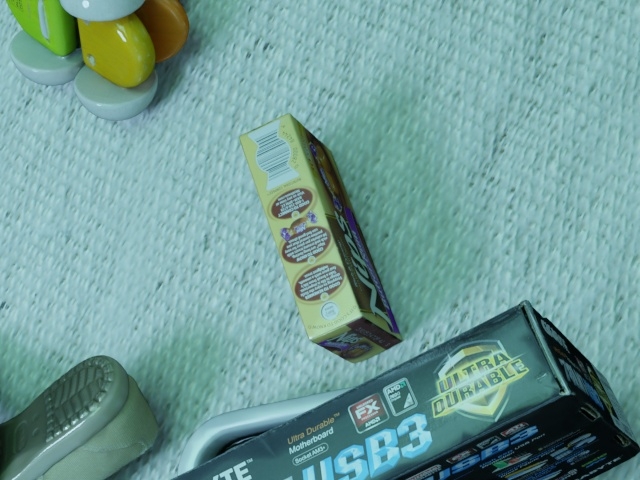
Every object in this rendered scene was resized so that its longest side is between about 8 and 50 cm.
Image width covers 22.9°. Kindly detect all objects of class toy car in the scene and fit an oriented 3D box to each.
[{"bbox_3d":[-0.198,-0.212,1.418,0.182,0.159,0.136,28,52,25],"label":"toy car"}]

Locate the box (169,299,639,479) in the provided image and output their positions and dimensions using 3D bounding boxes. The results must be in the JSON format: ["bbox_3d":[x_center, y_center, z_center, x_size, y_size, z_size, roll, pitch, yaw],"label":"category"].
[{"bbox_3d":[0.052,0.161,1.054,0.295,0.293,0.073,-29,67,11],"label":"box"}]

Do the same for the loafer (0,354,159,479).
[{"bbox_3d":[-0.243,0.202,1.337,0.268,0.092,0.102,-34,33,24],"label":"loafer"}]

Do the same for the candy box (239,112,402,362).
[{"bbox_3d":[0.000,0.000,1.292,0.053,0.109,0.187,-26,68,12],"label":"candy box"}]

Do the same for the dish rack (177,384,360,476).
[{"bbox_3d":[0.040,0.283,1.223,0.285,0.072,0.333,-13,72,18],"label":"dish rack"}]
